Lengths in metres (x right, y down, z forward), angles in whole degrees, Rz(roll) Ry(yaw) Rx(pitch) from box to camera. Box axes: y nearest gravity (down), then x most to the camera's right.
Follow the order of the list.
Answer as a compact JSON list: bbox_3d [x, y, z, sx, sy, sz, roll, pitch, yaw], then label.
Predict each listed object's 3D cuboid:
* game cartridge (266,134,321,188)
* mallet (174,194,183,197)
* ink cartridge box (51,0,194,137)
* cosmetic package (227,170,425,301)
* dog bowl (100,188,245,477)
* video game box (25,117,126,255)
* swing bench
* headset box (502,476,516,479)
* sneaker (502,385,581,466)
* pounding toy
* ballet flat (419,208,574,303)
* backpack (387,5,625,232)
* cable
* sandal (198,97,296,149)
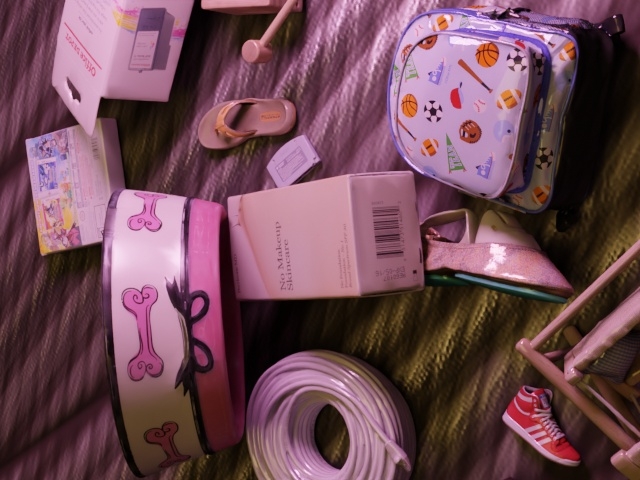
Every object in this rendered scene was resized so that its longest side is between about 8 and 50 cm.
[{"bbox_3d":[-0.041,-0.116,1.733,0.083,0.017,0.056,-39,75,30],"label":"game cartridge"},{"bbox_3d":[-0.267,0.005,1.886,0.189,0.039,0.062,-45,65,32],"label":"mallet"},{"bbox_3d":[-0.297,-0.351,1.786,0.207,0.119,0.353,49,129,43],"label":"ink cartridge box"},{"bbox_3d":[0.000,0.000,1.590,0.309,0.113,0.160,-8,87,55],"label":"cosmetic package"},{"bbox_3d":[-0.195,0.122,1.646,0.150,0.408,0.408,-6,89,0],"label":"dog bowl"},{"bbox_3d":[-0.408,-0.088,1.969,0.187,0.048,0.205,-10,87,33],"label":"video game box"},{"bbox_3d":[0.416,0.131,1.341,0.253,0.165,0.255,-49,67,26],"label":"swing bench"},{"bbox_3d":[0.298,0.472,1.471,0.293,0.110,0.218,30,108,30],"label":"headset box"},{"bbox_3d":[0.294,0.235,1.504,0.118,0.042,0.067,35,115,30],"label":"sneaker"},{"bbox_3d":[-0.075,-0.357,1.694,0.181,0.094,0.206,5,96,35],"label":"pounding toy"},{"bbox_3d":[0.197,0.012,1.488,0.316,0.107,0.106,6,83,52],"label":"ballet flat"},{"bbox_3d":[0.206,-0.170,1.455,0.263,0.213,0.276,24,109,42],"label":"backpack"},{"bbox_3d":[0.013,0.282,1.674,0.257,0.089,0.257,-34,73,32],"label":"cable"},{"bbox_3d":[-0.119,-0.180,1.762,0.180,0.049,0.072,-6,89,35],"label":"sandal"}]
